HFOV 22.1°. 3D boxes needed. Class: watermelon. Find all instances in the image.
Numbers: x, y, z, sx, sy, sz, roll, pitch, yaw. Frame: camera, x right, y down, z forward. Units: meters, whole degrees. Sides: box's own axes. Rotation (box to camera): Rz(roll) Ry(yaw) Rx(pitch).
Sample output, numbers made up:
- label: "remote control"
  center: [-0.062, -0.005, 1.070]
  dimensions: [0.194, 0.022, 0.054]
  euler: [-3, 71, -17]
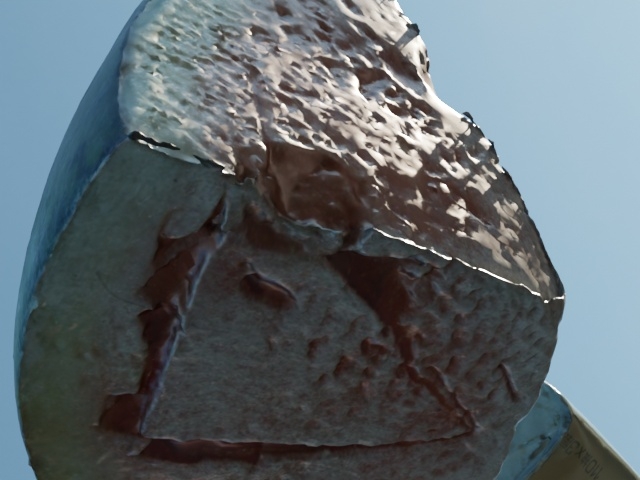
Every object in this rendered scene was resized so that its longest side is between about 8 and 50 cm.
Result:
- label: "watermelon"
  center: [0.000, 0.000, 0.659]
  dimensions: [0.261, 0.201, 0.213]
  euler: [-65, -5, -54]

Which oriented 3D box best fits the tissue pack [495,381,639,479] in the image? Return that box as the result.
- label: "tissue pack"
  center: [0.146, 0.238, 1.570]
  dimensions: [0.205, 0.332, 0.405]
  euler: [-52, -42, -7]
